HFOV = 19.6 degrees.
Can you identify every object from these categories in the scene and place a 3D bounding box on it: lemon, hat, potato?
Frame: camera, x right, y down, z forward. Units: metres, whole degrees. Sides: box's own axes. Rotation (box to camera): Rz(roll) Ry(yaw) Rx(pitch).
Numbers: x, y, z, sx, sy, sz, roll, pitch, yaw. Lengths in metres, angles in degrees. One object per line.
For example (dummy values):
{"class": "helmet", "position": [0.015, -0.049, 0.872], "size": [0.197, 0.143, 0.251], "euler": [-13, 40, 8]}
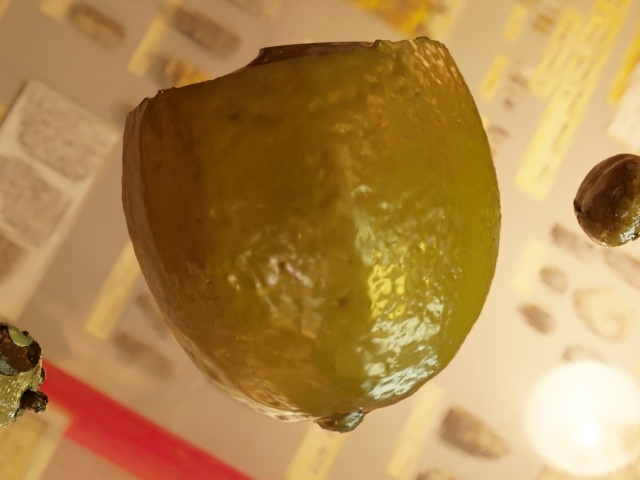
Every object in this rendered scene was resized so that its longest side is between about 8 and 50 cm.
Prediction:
{"class": "lemon", "position": [0.000, 0.000, 1.656], "size": [0.364, 0.364, 0.364], "euler": [-55, -168, 17]}
{"class": "hat", "position": [-0.230, 0.103, 1.365], "size": [0.076, 0.059, 0.077], "euler": [-65, -163, -7]}
{"class": "potato", "position": [0.330, -0.046, 2.049], "size": [0.107, 0.080, 0.170], "euler": [-43, -171, 5]}
